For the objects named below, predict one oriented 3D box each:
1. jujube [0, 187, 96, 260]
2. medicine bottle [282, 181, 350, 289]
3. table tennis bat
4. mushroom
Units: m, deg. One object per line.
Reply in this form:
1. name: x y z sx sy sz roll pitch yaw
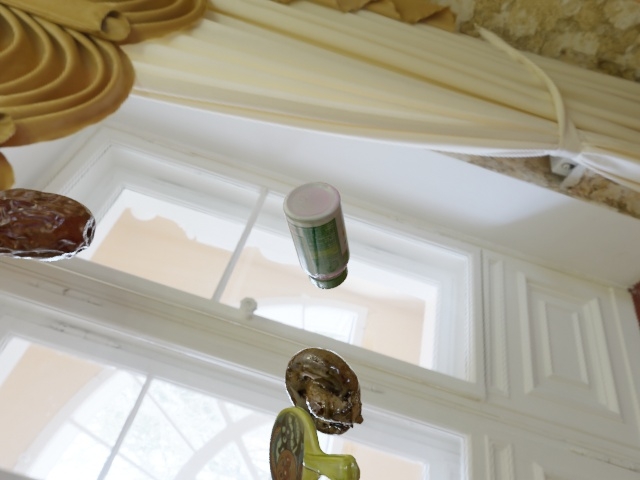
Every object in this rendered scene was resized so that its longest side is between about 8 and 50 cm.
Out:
1. jujube: -0.667 -0.037 1.018 0.174 0.251 0.174 -176 90 -79
2. medicine bottle: 0.000 0.000 1.057 0.274 0.134 0.133 78 -158 -47
3. table tennis bat: -0.035 0.511 1.019 0.369 0.054 0.224 -22 60 54
4. mushroom: 0.024 0.466 1.345 0.283 0.195 0.263 35 118 52
